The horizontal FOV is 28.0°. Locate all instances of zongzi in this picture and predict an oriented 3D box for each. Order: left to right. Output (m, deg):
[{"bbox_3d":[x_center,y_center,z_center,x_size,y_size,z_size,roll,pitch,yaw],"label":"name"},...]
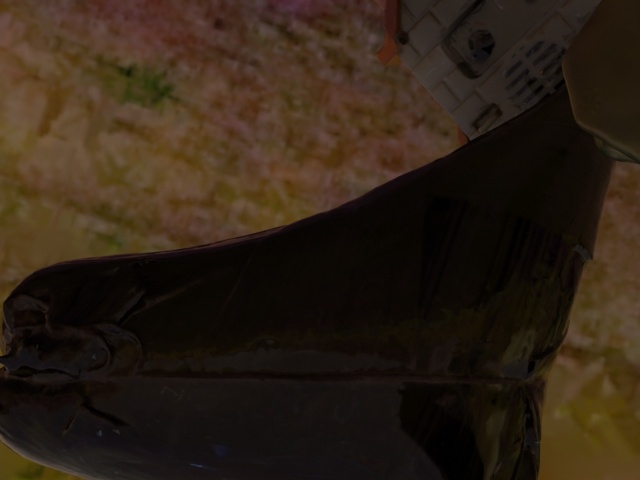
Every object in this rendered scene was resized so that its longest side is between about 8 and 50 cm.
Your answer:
[{"bbox_3d":[0.000,0.000,0.645,0.274,0.300,0.145,19,-179,-9],"label":"zongzi"}]

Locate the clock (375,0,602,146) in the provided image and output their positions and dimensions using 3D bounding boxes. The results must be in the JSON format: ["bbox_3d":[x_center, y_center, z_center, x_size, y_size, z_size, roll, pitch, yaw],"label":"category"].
[{"bbox_3d":[0.157,-0.174,1.004,0.255,0.220,0.106,51,-150,7],"label":"clock"}]

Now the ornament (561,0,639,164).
[{"bbox_3d":[0.208,-0.082,0.493,0.201,0.180,0.059,33,175,43],"label":"ornament"}]
